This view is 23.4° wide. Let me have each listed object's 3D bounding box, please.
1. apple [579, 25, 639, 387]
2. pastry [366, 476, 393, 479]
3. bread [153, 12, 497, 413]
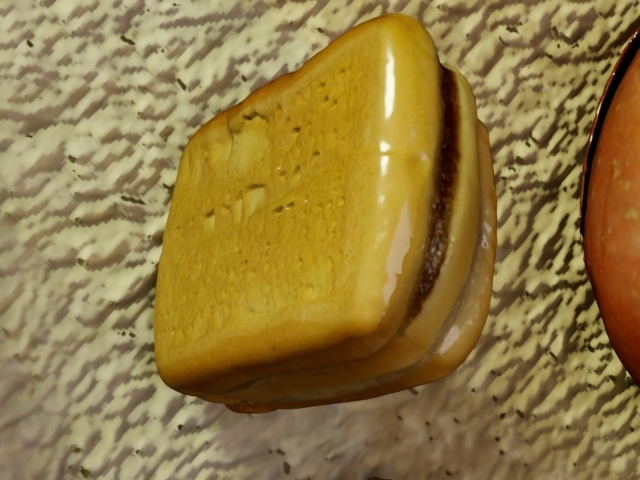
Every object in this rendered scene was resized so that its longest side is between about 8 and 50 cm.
[{"bbox_3d":[0.253,-0.021,0.685,0.272,0.206,0.251,-31,107,-22],"label":"apple"},{"bbox_3d":[-0.011,0.183,0.627,0.208,0.115,0.097,-32,116,-22],"label":"pastry"},{"bbox_3d":[0.000,0.000,0.573,0.077,0.200,0.115,18,72,-23],"label":"bread"}]
